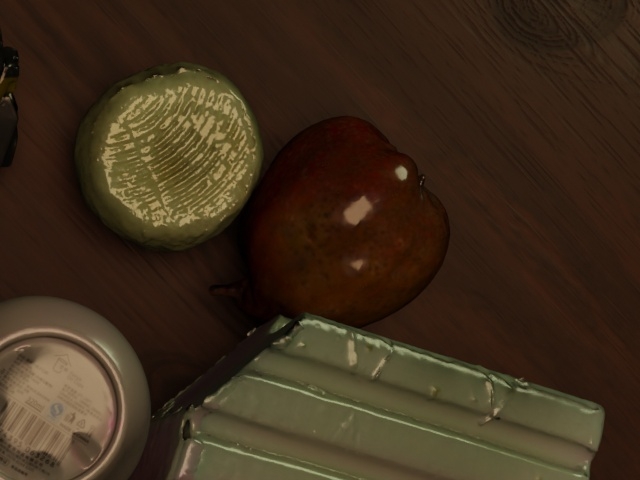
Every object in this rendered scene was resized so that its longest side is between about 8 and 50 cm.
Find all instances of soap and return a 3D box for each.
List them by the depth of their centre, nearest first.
[{"bbox_3d":[0.040,0.226,1.768,0.446,0.156,0.261,18,83,-25],"label":"soap"}]

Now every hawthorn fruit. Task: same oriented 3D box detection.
[{"bbox_3d":[0.000,0.000,1.860,0.248,0.208,0.208,-35,95,-3],"label":"hawthorn fruit"}]

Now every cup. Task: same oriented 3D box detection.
[{"bbox_3d":[-0.279,0.161,1.685,0.212,0.317,0.212,2,85,-16],"label":"cup"}]

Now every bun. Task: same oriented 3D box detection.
[{"bbox_3d":[-0.156,-0.087,1.852,0.195,0.118,0.196,0,90,-14],"label":"bun"}]

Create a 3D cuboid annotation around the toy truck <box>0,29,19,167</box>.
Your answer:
[{"bbox_3d":[-0.405,-0.149,1.782,0.224,0.147,0.165,6,105,-13],"label":"toy truck"}]
